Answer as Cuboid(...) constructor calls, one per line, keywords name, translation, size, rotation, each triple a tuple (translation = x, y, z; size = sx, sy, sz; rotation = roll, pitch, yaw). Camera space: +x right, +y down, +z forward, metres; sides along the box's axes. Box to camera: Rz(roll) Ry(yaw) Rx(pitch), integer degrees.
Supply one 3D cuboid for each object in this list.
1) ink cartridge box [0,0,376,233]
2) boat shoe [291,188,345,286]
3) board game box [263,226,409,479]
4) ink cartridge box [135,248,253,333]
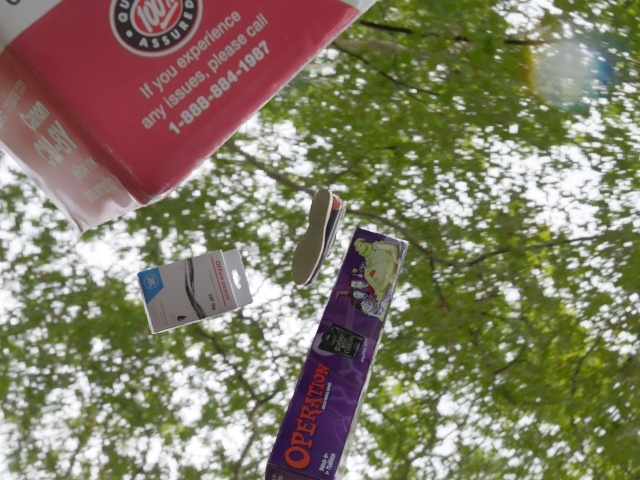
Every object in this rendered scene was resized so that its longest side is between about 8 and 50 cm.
Cuboid(name="ink cartridge box", translation=(-0.136, -0.239, 0.476), size=(0.385, 0.279, 0.160), rotation=(49, -20, -13))
Cuboid(name="boat shoe", translation=(0.000, 0.000, 1.256), size=(0.049, 0.043, 0.137), rotation=(0, -113, 40))
Cuboid(name="board game box", translation=(-0.005, 0.180, 0.732), size=(0.056, 0.208, 0.347), rotation=(14, -44, 3))
Cuboid(name="ink cartridge box", translation=(-0.094, 0.037, 0.724), size=(0.028, 0.083, 0.048), rotation=(151, -78, -74))
